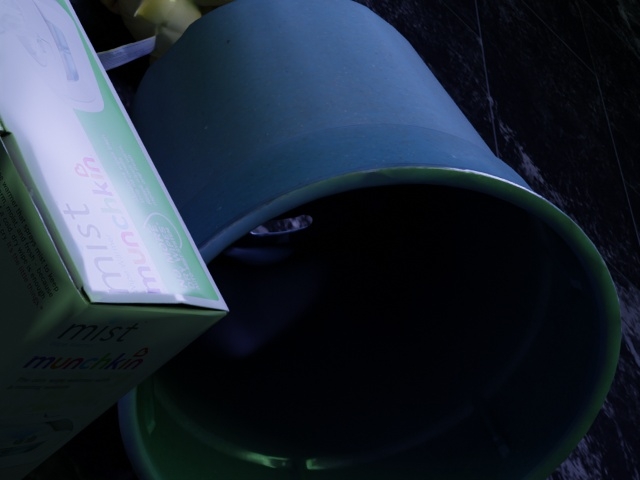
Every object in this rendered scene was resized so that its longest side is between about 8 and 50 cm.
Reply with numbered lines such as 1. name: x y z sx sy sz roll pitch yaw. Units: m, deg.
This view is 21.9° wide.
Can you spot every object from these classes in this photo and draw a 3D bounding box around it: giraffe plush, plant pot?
1. giraffe plush: -0.131 -0.228 1.523 0.210 0.181 0.170 -6 42 -23
2. plant pot: 0.000 0.000 1.222 0.341 0.341 0.334 35 20 -33

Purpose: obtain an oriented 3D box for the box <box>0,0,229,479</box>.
1. box: -0.217 -0.008 0.923 0.127 0.231 0.262 9 47 -57
